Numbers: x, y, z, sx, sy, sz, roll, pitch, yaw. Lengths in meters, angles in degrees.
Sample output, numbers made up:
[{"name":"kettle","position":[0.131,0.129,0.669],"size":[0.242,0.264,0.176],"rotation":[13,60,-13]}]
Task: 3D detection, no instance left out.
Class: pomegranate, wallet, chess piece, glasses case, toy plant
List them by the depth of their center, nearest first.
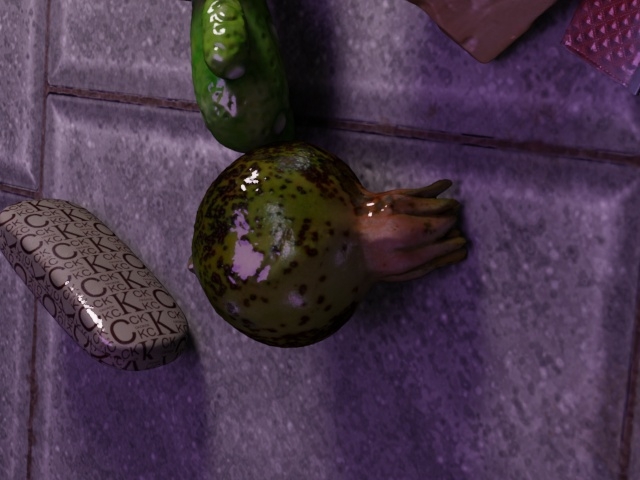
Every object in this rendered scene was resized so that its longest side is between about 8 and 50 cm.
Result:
[{"name":"wallet","position":[0.289,-0.237,1.137],"size":[0.103,0.020,0.196],"rotation":[42,122,37]},{"name":"chess piece","position":[0.194,-0.276,1.154],"size":[0.301,0.137,0.137],"rotation":[-46,60,47]},{"name":"pomegranate","position":[0.003,0.011,1.347],"size":[0.204,0.277,0.222],"rotation":[111,166,-51]},{"name":"toy plant","position":[-0.097,-0.247,1.419],"size":[0.185,0.224,0.315],"rotation":[-17,79,5]},{"name":"glasses case","position":[-0.305,0.051,1.696],"size":[0.355,0.137,0.085],"rotation":[42,129,37]}]
